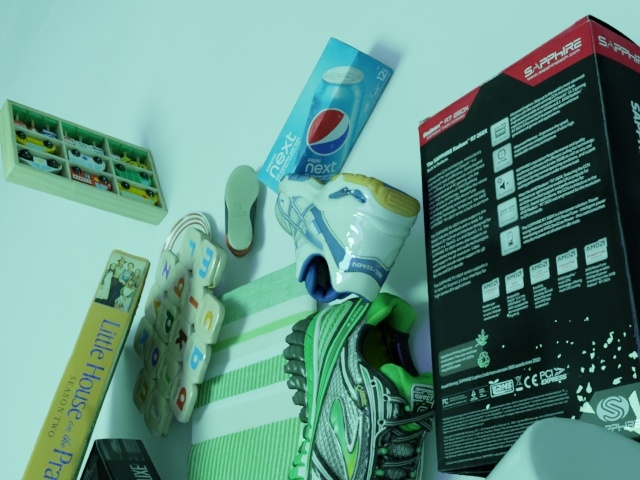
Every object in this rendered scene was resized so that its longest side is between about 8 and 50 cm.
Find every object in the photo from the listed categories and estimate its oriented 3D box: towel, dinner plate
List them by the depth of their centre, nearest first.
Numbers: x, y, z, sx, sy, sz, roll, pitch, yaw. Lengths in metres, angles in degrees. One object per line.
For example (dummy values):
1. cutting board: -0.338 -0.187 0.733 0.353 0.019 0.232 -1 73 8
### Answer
1. towel: -0.086 0.208 1.095 0.248 0.038 0.324 -24 56 41
2. dinner plate: -0.207 0.023 1.325 0.141 0.017 0.141 -21 60 43

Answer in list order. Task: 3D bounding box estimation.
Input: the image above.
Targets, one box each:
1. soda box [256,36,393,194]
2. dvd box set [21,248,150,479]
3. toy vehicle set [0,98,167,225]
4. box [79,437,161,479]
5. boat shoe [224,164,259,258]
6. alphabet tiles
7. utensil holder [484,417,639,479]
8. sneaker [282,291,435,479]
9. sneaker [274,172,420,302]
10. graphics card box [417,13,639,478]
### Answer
1. soda box: 0.004 -0.150 1.114 0.071 0.067 0.210 41 107 49
2. dvd box set: -0.341 0.259 1.168 0.307 0.062 0.420 124 163 -55
3. toy vehicle set: -0.386 -0.125 1.397 0.035 0.267 0.166 -48 45 26
4. box: -0.282 0.462 1.150 0.242 0.077 0.307 45 118 48
5. boat shoe: -0.113 -0.042 1.223 0.043 0.049 0.137 100 170 -66
6. alphabet tiles: -0.206 0.128 1.233 0.278 0.021 0.284 32 104 60
7. utensil holder: 0.147 0.353 0.528 0.385 0.328 0.327 -58 41 15
8. sneaker: 0.050 0.203 0.860 0.146 0.134 0.343 -34 51 35
9. sneaker: 0.000 0.000 0.965 0.130 0.112 0.296 -69 16 -6
10. graphics card box: 0.202 0.016 0.777 0.233 0.094 0.370 -29 52 47
